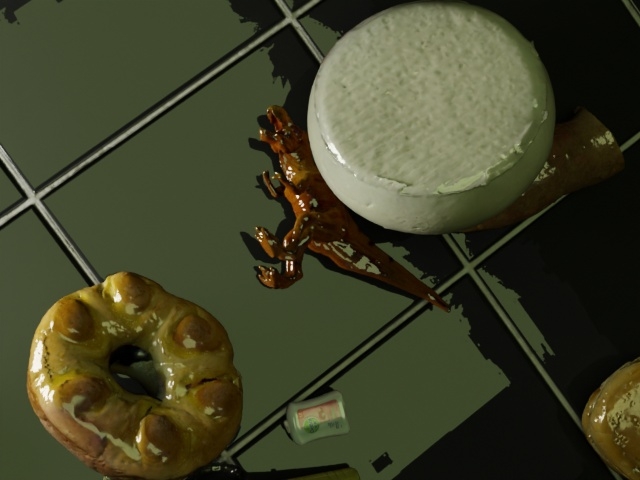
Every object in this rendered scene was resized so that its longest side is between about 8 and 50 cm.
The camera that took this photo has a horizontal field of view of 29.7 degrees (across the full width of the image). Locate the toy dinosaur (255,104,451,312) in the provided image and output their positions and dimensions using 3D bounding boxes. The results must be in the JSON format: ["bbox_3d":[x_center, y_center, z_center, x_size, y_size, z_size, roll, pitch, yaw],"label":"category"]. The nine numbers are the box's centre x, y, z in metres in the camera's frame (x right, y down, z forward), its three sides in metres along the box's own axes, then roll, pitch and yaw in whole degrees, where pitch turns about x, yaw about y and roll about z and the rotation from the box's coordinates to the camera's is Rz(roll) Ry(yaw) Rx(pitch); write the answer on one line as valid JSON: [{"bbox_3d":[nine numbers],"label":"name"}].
[{"bbox_3d":[0.000,0.000,1.898,0.208,0.097,0.432,-39,99,-20],"label":"toy dinosaur"}]

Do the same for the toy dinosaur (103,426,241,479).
[{"bbox_3d":[-0.237,0.379,1.844,0.188,0.075,0.248,15,78,-15],"label":"toy dinosaur"}]

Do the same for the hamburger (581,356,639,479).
[{"bbox_3d":[0.541,0.293,1.990,0.213,0.108,0.214,0,91,-8],"label":"hamburger"}]

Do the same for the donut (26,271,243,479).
[{"bbox_3d":[-0.272,0.207,1.763,0.299,0.150,0.317,-11,69,-30],"label":"donut"}]

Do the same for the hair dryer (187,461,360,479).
[{"bbox_3d":[-0.070,0.406,1.867,0.278,0.090,0.135,-7,109,-23],"label":"hair dryer"}]

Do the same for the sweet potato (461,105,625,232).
[{"bbox_3d":[0.329,-0.103,1.952,0.336,0.131,0.131,-25,93,-13],"label":"sweet potato"}]

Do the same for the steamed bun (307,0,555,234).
[{"bbox_3d":[0.168,-0.174,1.847,0.374,0.241,0.374,-2,67,5],"label":"steamed bun"}]

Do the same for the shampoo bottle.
[{"bbox_3d":[-0.009,0.282,1.905,0.099,0.043,0.072,-13,90,-12],"label":"shampoo bottle"}]
